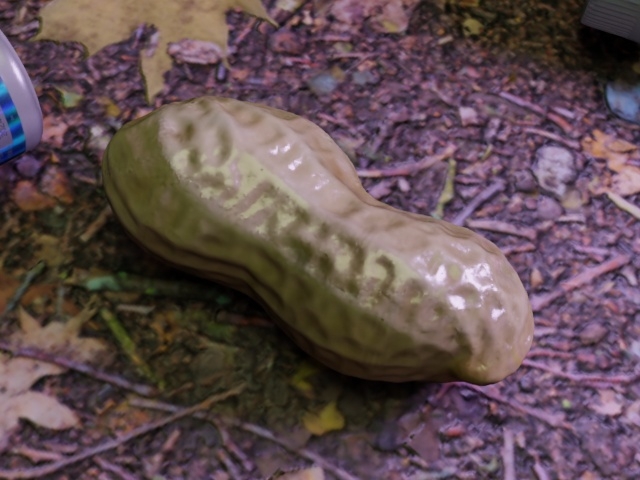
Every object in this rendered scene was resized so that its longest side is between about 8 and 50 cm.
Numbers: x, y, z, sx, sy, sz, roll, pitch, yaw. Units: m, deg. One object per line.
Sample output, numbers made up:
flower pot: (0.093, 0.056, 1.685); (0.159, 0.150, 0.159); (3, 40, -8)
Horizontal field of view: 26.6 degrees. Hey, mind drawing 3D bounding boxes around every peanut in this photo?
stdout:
peanut: (0.000, 0.000, 0.868); (0.298, 0.120, 0.136); (31, 66, 11)

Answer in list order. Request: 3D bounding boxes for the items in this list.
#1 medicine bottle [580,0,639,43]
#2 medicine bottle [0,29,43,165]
medicine bottle: (0.366, -0.187, 0.990); (0.318, 0.158, 0.158); (18, 59, 7)
medicine bottle: (-0.289, -0.069, 0.891); (0.191, 0.107, 0.107); (-31, 65, -22)
